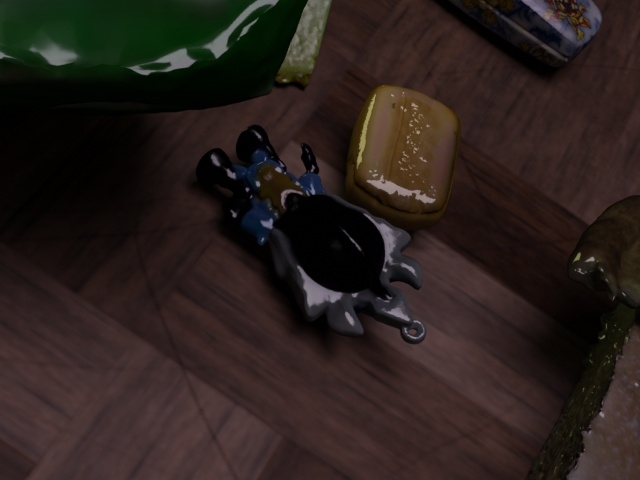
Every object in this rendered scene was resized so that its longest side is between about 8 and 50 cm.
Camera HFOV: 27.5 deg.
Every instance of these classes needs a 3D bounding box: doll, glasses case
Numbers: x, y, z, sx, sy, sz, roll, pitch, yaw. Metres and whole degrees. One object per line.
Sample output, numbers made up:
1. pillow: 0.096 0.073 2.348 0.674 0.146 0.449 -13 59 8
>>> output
1. doll: 0.000 0.000 0.882 0.096 0.070 0.195 -37 69 -25
2. glasses case: 0.133 -0.245 1.135 0.248 0.065 0.087 39 50 3

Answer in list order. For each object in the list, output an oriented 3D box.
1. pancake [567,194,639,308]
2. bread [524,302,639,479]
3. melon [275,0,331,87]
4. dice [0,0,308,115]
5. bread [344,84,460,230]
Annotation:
1. pancake: 0.283 0.086 0.856 0.286 0.033 0.288 32 43 -7
2. bread: 0.237 0.152 0.869 0.183 0.102 0.337 40 45 0
3. melon: -0.096 -0.157 0.980 0.262 0.053 0.114 -11 80 -29
4. dice: -0.178 -0.221 0.747 0.300 0.287 0.297 0 96 -28
5. bread: 0.058 -0.056 0.961 0.082 0.056 0.115 16 55 -11
